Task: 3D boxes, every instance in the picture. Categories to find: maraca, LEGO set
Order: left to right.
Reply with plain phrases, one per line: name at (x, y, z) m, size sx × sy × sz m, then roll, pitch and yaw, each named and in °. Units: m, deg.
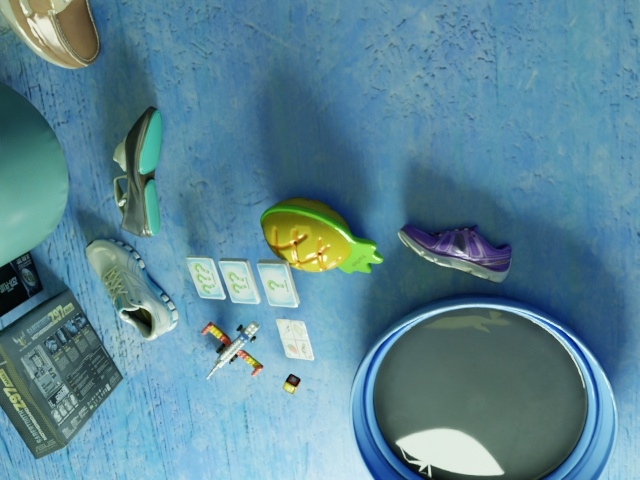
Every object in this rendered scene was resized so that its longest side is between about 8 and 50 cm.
LEGO set at (-0.109, 0.139, 1.074) m, size 0.182 × 0.060 × 0.245 m, roll 2°, pitch 123°, yaw 26°
maraca at (0.000, 0.000, 1.021) m, size 0.185 × 0.099 × 0.127 m, roll 24°, pitch 153°, yaw -9°

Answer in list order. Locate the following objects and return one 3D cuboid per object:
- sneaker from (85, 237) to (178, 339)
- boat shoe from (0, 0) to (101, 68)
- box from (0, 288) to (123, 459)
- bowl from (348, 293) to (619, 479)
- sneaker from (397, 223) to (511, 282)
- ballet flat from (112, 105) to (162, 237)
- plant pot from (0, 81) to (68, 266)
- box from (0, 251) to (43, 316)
sneaker at (-0.306, 0.078, 1.110) m, size 0.071 × 0.083 × 0.191 m, roll -40°, pitch 95°, yaw 20°
boat shoe at (-0.352, -0.353, 0.902) m, size 0.116 × 0.123 × 0.324 m, roll 5°, pitch 148°, yaw 14°
box at (-0.411, 0.196, 1.083) m, size 0.059 × 0.233 × 0.184 m, roll -25°, pitch 101°, yaw 10°
bowl at (0.240, 0.262, 1.068) m, size 0.390 × 0.077 × 0.392 m, roll 3°, pitch 107°, yaw 10°
sneaker at (0.194, 0.005, 1.017) m, size 0.169 × 0.068 × 0.071 m, roll 17°, pitch 94°, yaw -4°
ballet flat at (-0.279, -0.102, 1.059) m, size 0.074 × 0.074 × 0.203 m, roll 8°, pitch 110°, yaw 8°
plant pot at (-0.532, -0.064, 0.953) m, size 0.292 × 0.235 × 0.293 m, roll 2°, pitch 112°, yaw 5°
box at (-0.571, 0.085, 1.125) m, size 0.180 × 0.147 × 0.078 m, roll -11°, pitch 104°, yaw 12°
